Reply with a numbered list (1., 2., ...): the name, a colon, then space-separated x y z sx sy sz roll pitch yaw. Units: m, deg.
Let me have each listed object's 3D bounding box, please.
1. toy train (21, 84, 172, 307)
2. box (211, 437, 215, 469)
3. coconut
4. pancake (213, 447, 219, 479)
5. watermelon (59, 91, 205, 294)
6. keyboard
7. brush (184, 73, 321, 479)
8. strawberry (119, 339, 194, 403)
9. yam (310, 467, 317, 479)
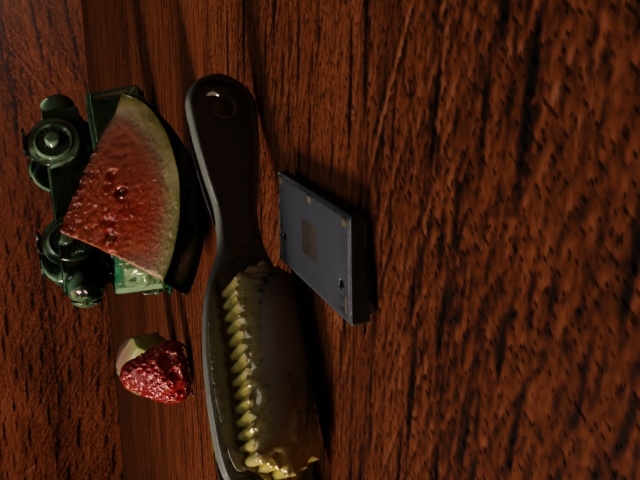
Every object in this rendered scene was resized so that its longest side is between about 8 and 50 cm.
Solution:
1. toy train: -0.252 -0.050 1.540 0.115 0.154 0.269 106 154 -59
2. box: -0.079 0.166 1.177 0.087 0.023 0.155 -115 21 -48
3. coconut: -0.215 0.154 1.678 0.083 0.082 0.081 30 107 25
4. pancake: -0.034 0.253 0.929 0.244 0.057 0.266 152 109 -78
5. watermelon: -0.149 -0.020 1.248 0.145 0.137 0.193 34 -141 -57
6. keyboard: -0.001 0.000 0.728 0.176 0.014 0.055 -144 49 -74
7. brush: -0.041 0.019 0.833 0.060 0.068 0.296 -44 51 55
8. strawberry: -0.182 0.151 1.515 0.073 0.083 0.073 166 90 -84
9. yam: -0.023 0.126 0.871 0.032 0.032 0.145 99 159 -52
